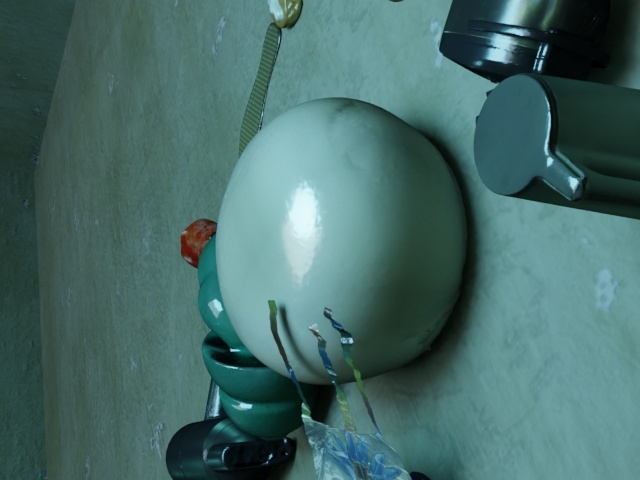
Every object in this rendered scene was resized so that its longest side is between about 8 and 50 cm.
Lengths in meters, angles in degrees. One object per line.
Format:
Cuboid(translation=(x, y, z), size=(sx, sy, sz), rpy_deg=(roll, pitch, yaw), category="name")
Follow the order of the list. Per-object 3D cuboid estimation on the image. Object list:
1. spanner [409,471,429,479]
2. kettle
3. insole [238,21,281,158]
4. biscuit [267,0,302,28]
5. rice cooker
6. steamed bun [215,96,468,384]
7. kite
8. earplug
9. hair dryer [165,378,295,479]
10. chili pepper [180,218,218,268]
Cuboid(translation=(0.083, 0.399, 0.920), size=(0.087, 0.024, 0.315), rpy_deg=(23, 105, 61), category="spanner")
Cuboid(translation=(0.198, -0.058, 0.626), size=(0.098, 0.148, 0.126), rpy_deg=(-45, 47, 51), category="kettle")
Cuboid(translation=(-0.104, -0.235, 1.426), size=(0.086, 0.005, 0.253), rpy_deg=(49, 128, 55), category="insole")
Cuboid(translation=(-0.019, -0.492, 1.257), size=(0.339, 0.047, 0.215), rpy_deg=(-53, 42, 48), category="biscuit")
Cuboid(translation=(0.173, -0.181, 0.740), size=(0.165, 0.112, 0.106), rpy_deg=(22, 99, 63), category="rice cooker")
Cuboid(translation=(0.000, 0.000, 0.952), size=(0.324, 0.206, 0.324), rpy_deg=(-16, 72, 61), category="steamed bun")
Cuboid(translation=(0.019, 0.194, 0.864), size=(0.169, 0.015, 0.309), rpy_deg=(-4, 116, 45), category="kite")
Cuboid(translation=(-0.084, 0.122, 1.152), size=(0.257, 0.164, 0.280), rpy_deg=(-152, 56, -71), category="earplug")
Cuboid(translation=(-0.128, 0.226, 1.301), size=(0.244, 0.116, 0.302), rpy_deg=(-27, 54, 57), category="hair dryer")
Cuboid(translation=(-0.199, 0.008, 1.489), size=(0.192, 0.084, 0.086), rpy_deg=(14, 82, 59), category="chili pepper")
